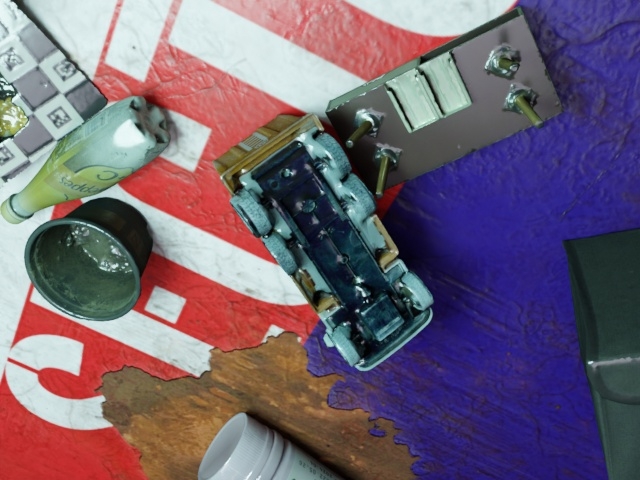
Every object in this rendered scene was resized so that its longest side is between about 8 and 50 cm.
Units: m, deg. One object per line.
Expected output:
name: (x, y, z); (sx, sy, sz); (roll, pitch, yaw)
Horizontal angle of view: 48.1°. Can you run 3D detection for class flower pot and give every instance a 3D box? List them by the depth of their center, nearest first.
flower pot: (-0.295, 0.015, 0.957); (0.157, 0.107, 0.157); (6, 123, 9)

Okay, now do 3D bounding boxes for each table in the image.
table: (0.134, -0.137, 0.793); (0.240, 0.111, 0.122); (-23, 114, 21)

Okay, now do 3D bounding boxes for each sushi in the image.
sushi: (-0.405, -0.198, 0.877); (0.192, 0.050, 0.215); (-36, 120, 6)

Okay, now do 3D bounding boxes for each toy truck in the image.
toy truck: (0.000, 0.000, 0.866); (0.136, 0.162, 0.305); (-36, 114, -7)

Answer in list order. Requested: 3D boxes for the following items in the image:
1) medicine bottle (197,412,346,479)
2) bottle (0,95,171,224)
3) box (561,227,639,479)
medicine bottle: (-0.057, 0.390, 1.132); (0.249, 0.133, 0.133); (40, 119, -14)
bottle: (-0.307, -0.089, 0.910); (0.269, 0.083, 0.083); (-27, 113, 26)
box: (0.472, 0.113, 0.811); (0.345, 0.251, 0.205); (-10, 119, 16)
